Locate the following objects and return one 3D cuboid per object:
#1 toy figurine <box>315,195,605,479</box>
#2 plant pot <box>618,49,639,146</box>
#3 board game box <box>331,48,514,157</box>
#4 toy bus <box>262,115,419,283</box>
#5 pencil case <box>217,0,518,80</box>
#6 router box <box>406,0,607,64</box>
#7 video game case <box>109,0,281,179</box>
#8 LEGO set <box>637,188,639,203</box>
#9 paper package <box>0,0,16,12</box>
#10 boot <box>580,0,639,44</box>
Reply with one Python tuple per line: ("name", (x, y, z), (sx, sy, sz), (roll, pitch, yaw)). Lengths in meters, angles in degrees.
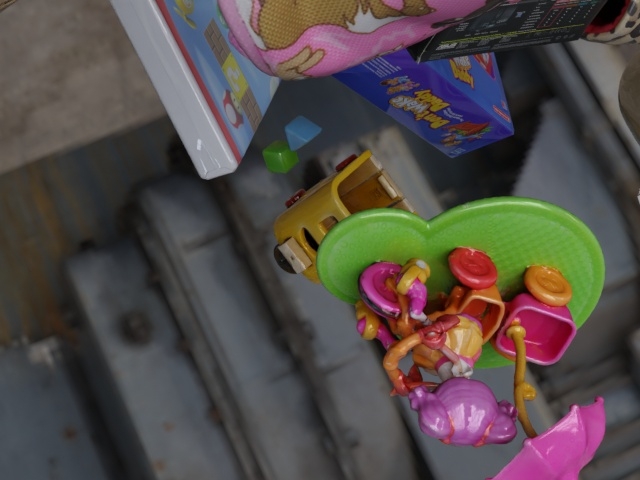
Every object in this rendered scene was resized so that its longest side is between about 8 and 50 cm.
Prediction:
("toy figurine", (0.087, 0.069, 0.956), (0.173, 0.159, 0.130), (15, 126, -19))
("plant pot", (0.479, -0.155, 2.120), (0.256, 0.274, 0.256), (-7, 110, -21))
("board game box", (0.073, -0.244, 1.770), (0.078, 0.233, 0.347), (-20, 158, 22))
("toy bus", (0.003, -0.009, 1.870), (0.104, 0.191, 0.202), (-41, 139, -41))
("pencil case", (0.136, -0.170, 0.637), (0.386, 0.167, 0.160), (-10, 171, 13))
("router box", (0.111, -0.146, 0.984), (0.122, 0.038, 0.092), (-11, 155, -31))
("video game case", (-0.068, -0.188, 1.047), (0.025, 0.285, 0.204), (-16, 115, 22))
("LEGO set", (0.391, -0.077, 1.613), (0.227, 0.093, 0.087), (-18, -168, 17))
("paper package", (-0.530, -0.325, 1.895), (0.309, 0.325, 0.168), (-30, -178, 20))
("boot", (0.265, -0.303, 1.444), (0.284, 0.377, 0.138), (-2, 160, -43))
